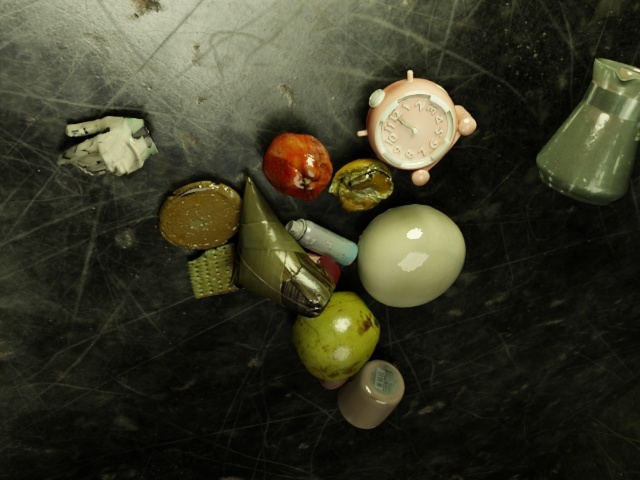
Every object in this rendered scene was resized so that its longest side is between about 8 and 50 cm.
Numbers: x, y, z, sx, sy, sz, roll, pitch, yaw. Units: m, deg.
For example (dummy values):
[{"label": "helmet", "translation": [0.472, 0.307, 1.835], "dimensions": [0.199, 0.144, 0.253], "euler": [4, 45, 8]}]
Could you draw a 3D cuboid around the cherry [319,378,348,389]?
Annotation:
[{"label": "cherry", "translation": [0.049, 0.469, 2.072], "dimensions": [0.126, 0.087, 0.106], "euler": [-19, 138, 0]}]

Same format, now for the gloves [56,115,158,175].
[{"label": "gloves", "translation": [-0.480, -0.200, 1.310], "dimensions": [0.212, 0.111, 0.127], "euler": [-24, 138, -9]}]

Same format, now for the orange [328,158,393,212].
[{"label": "orange", "translation": [0.109, -0.153, 1.553], "dimensions": [0.170, 0.112, 0.160], "euler": [1, 144, 10]}]

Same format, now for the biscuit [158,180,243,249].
[{"label": "biscuit", "translation": [-0.307, -0.063, 1.526], "dimensions": [0.226, 0.042, 0.226], "euler": [-12, 133, -13]}]

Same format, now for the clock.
[{"label": "clock", "translation": [0.220, -0.294, 1.467], "dimensions": [0.241, 0.142, 0.227], "euler": [29, 114, -25]}]

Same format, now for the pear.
[{"label": "pear", "translation": [0.049, 0.291, 1.809], "dimensions": [0.283, 0.283, 0.283], "euler": [-10, 131, -12]}]

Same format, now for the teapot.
[{"label": "teapot", "translation": [0.772, -0.295, 1.600], "dimensions": [0.300, 0.253, 0.344], "euler": [-22, 138, -48]}]

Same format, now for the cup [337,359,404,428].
[{"label": "cup", "translation": [0.203, 0.519, 2.094], "dimensions": [0.253, 0.191, 0.200], "euler": [-37, 163, -40]}]

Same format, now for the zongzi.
[{"label": "zongzi", "translation": [-0.089, 0.022, 1.514], "dimensions": [0.289, 0.154, 0.317], "euler": [21, 128, 18]}]

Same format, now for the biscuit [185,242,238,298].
[{"label": "biscuit", "translation": [-0.302, 0.090, 1.660], "dimensions": [0.144, 0.016, 0.203], "euler": [-11, 139, -10]}]

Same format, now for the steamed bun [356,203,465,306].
[{"label": "steamed bun", "translation": [0.268, 0.057, 1.724], "dimensions": [0.324, 0.206, 0.324], "euler": [-9, 131, -11]}]

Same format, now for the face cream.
[{"label": "face cream", "translation": [0.000, 0.000, 1.667], "dimensions": [0.229, 0.075, 0.075], "euler": [25, 117, -34]}]

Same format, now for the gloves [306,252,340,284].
[{"label": "gloves", "translation": [-0.057, 0.115, 1.716], "dimensions": [0.145, 0.126, 0.241], "euler": [33, 149, -34]}]

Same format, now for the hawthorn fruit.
[{"label": "hawthorn fruit", "translation": [-0.054, -0.173, 1.438], "dimensions": [0.173, 0.179, 0.173], "euler": [-31, 154, -17]}]
